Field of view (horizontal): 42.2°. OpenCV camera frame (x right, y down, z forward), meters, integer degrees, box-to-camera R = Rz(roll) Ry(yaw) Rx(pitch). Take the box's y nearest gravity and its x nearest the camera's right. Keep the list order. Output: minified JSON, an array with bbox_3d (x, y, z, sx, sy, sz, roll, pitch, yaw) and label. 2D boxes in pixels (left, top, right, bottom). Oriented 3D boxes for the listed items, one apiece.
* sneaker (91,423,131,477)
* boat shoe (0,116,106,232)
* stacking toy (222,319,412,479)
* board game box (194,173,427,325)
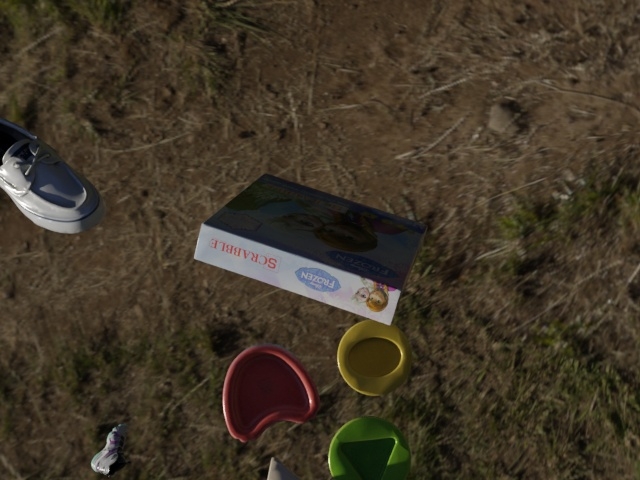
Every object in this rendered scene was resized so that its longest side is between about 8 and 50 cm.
[{"bbox_3d":[-0.370,0.391,1.529,0.069,0.038,0.098,15,65,34],"label":"sneaker"},{"bbox_3d":[-0.405,-0.098,1.143,0.258,0.095,0.084,28,151,21],"label":"boat shoe"},{"bbox_3d":[0.002,0.285,1.359,0.308,0.130,0.280,-8,84,-5],"label":"stacking toy"},{"bbox_3d":[0.000,0.000,1.365,0.318,0.318,0.066,18,112,7],"label":"board game box"}]
